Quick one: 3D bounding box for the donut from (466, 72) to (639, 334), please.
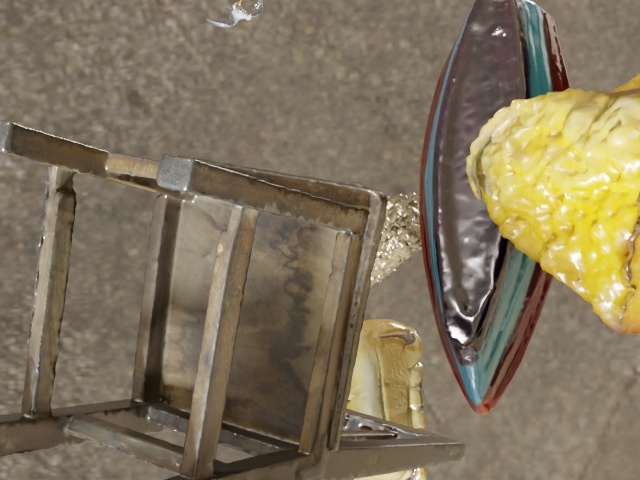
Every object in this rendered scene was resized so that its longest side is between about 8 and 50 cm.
[{"bbox_3d":[0.275,-0.173,0.993,0.378,0.163,0.435,-22,127,-27],"label":"donut"}]

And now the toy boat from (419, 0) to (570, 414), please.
[{"bbox_3d":[0.142,-0.048,1.160,0.079,0.136,0.392,59,33,-52],"label":"toy boat"}]

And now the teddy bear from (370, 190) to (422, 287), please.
[{"bbox_3d":[0.004,0.020,1.478,0.182,0.251,0.129,-14,99,-83],"label":"teddy bear"}]

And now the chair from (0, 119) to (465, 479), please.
[{"bbox_3d":[-0.048,0.054,1.034,0.416,0.203,0.240,1,98,-55],"label":"chair"}]

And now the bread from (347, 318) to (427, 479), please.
[{"bbox_3d":[0.073,0.214,1.800,0.134,0.081,0.225,8,77,-37],"label":"bread"}]

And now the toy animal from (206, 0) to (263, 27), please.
[{"bbox_3d":[-0.105,-0.300,1.812,0.084,0.050,0.028,-26,102,-23],"label":"toy animal"}]
